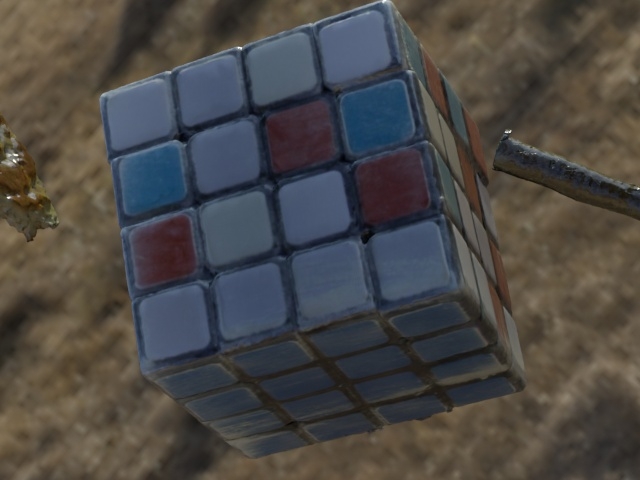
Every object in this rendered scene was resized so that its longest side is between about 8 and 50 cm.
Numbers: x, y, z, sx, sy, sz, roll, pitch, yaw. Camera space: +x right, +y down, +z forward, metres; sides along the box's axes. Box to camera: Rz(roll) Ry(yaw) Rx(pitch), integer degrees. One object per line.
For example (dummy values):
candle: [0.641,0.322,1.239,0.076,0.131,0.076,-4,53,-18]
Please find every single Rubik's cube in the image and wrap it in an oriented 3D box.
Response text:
Rubik's cube: [0.000,0.001,1.470,0.259,0.256,0.253,-17,65,12]

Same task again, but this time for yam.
yam: [0.178,-0.039,1.224,0.027,0.129,0.033,-59,-14,-52]

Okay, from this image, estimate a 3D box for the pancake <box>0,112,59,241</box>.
pancake: [-0.273,-0.079,1.185,0.057,0.244,0.266,-42,5,18]
